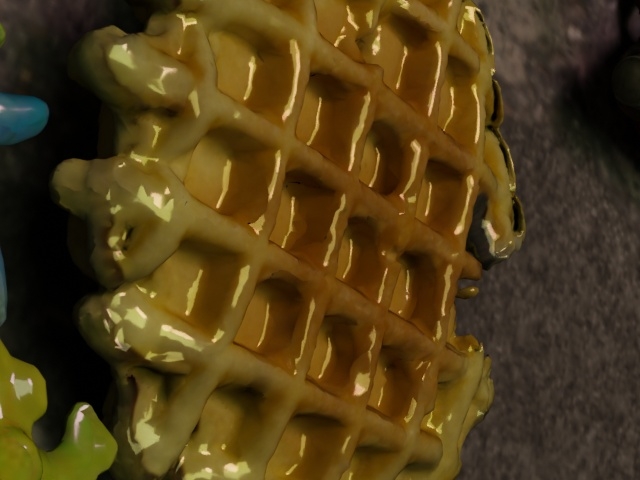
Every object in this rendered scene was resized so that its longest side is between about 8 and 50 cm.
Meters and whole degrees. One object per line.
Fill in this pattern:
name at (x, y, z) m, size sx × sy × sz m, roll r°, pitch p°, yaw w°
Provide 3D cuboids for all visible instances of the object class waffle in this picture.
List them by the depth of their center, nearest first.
waffle at (0.002, 0.000, 0.626) m, size 0.250 × 0.056 × 0.261 m, roll -40°, pitch 126°, yaw -43°

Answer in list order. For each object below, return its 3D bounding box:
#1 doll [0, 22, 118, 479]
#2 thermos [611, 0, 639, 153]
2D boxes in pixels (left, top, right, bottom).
doll at (-0.224, -0.020, 0.408) m, size 0.346 × 0.099 × 0.341 m, roll -30°, pitch 93°, yaw -48°
thermos at (0.223, -0.081, 0.852) m, size 0.232 × 0.099 × 0.124 m, roll -2°, pitch 55°, yaw -44°
